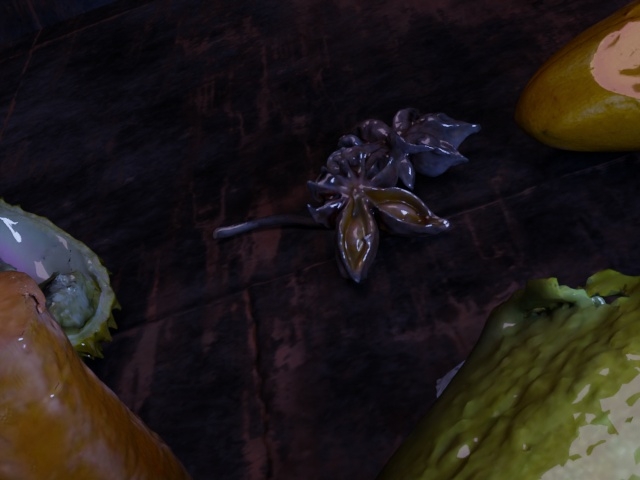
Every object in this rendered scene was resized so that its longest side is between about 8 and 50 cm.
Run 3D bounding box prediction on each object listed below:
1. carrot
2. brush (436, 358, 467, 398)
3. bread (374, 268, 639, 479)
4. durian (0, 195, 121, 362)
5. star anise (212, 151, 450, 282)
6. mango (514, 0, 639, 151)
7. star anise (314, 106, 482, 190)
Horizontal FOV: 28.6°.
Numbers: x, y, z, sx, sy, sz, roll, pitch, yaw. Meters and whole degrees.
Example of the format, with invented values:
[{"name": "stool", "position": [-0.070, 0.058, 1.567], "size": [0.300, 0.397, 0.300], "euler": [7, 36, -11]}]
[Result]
[{"name": "carrot", "position": [-0.218, 0.146, 0.928], "size": [0.196, 0.254, 0.196], "euler": [-16, 31, 10]}, {"name": "brush", "position": [0.219, 0.065, 0.956], "size": [0.327, 0.065, 0.070], "euler": [-27, 15, -15]}, {"name": "bread", "position": [0.091, 0.191, 0.548], "size": [0.376, 0.208, 0.251], "euler": [-53, 9, -10]}, {"name": "durian", "position": [-0.300, 0.062, 1.248], "size": [0.172, 0.166, 0.306], "euler": [-22, 35, 6]}, {"name": "star anise", "position": [0.000, 0.000, 1.308], "size": [0.227, 0.219, 0.148], "euler": [119, 169, -67]}, {"name": "mango", "position": [0.320, -0.161, 1.242], "size": [0.257, 0.138, 0.187], "euler": [-10, 46, 31]}, {"name": "star anise", "position": [0.078, -0.102, 1.387], "size": [0.195, 0.065, 0.182], "euler": [-27, 25, -1]}]
